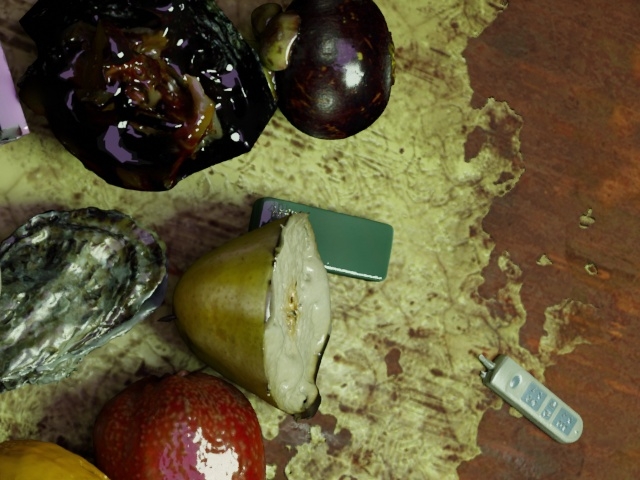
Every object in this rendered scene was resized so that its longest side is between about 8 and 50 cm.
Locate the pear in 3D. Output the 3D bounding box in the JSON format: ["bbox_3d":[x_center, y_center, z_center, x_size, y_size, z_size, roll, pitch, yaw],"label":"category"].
[{"bbox_3d":[-0.094,0.082,1.821,0.178,0.267,0.267,4,85,18],"label":"pear"}]

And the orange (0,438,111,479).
[{"bbox_3d":[-0.347,0.366,1.627,0.340,0.340,0.293,-19,95,-20],"label":"orange"}]

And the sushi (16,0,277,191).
[{"bbox_3d":[-0.217,-0.177,1.747,0.227,0.215,0.212,63,35,-26],"label":"sushi"}]

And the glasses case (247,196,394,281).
[{"bbox_3d":[0.000,0.000,1.930,0.184,0.039,0.078,12,84,-19],"label":"glasses case"}]

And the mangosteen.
[{"bbox_3d":[-0.016,-0.219,1.865,0.217,0.192,0.192,0,88,-1],"label":"mangosteen"}]

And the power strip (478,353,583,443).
[{"bbox_3d":[0.281,0.210,2.032,0.191,0.030,0.048,39,75,-15],"label":"power strip"}]

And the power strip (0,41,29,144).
[{"bbox_3d":[-0.401,-0.238,1.755,0.037,0.109,0.279,-18,94,-21],"label":"power strip"}]

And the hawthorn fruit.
[{"bbox_3d":[-0.160,0.279,1.776,0.205,0.205,0.253,-9,85,-21],"label":"hawthorn fruit"}]

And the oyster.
[{"bbox_3d":[-0.336,0.088,1.761,0.351,0.158,0.162,-37,58,-10],"label":"oyster"}]
